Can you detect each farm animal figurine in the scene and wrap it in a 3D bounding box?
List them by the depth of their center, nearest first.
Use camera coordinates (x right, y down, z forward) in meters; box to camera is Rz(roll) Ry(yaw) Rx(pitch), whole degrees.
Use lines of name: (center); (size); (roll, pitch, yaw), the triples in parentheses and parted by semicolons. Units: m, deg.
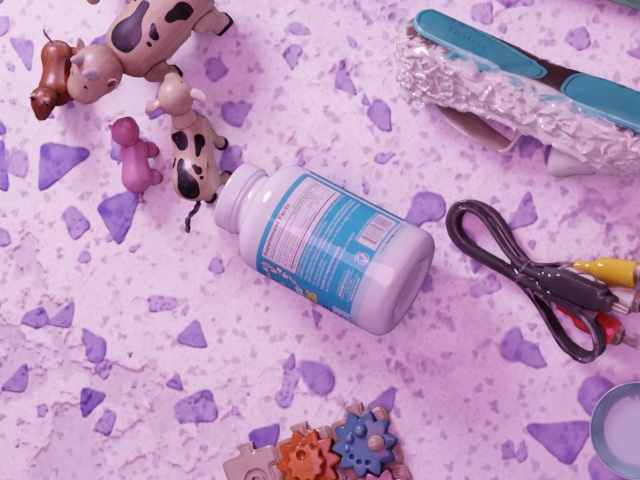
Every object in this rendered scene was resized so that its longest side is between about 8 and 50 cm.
farm animal figurine: (-0.230, -0.224, 1.907); (0.330, 0.172, 0.327); (29, 96, 15)

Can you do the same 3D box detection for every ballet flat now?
ballet flat: (0.272, -0.156, 1.800); (0.409, 0.147, 0.147); (27, 95, 18)

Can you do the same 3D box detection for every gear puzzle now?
gear puzzle: (-0.047, 0.336, 1.900); (0.339, 0.044, 0.175); (-21, 82, 14)

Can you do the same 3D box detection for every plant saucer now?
plant saucer: (0.388, 0.231, 1.787); (0.119, 0.021, 0.119); (-2, 85, 21)

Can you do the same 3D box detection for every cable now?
cable: (0.280, 0.050, 1.826); (0.287, 0.072, 0.139); (27, 113, 27)

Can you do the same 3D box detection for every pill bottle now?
pill bottle: (0.000, 0.000, 1.847); (0.264, 0.146, 0.146); (28, 96, 16)

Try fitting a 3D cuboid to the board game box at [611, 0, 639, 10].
board game box: (0.313, -0.416, 1.778); (0.317, 0.046, 0.214); (21, 116, 14)
